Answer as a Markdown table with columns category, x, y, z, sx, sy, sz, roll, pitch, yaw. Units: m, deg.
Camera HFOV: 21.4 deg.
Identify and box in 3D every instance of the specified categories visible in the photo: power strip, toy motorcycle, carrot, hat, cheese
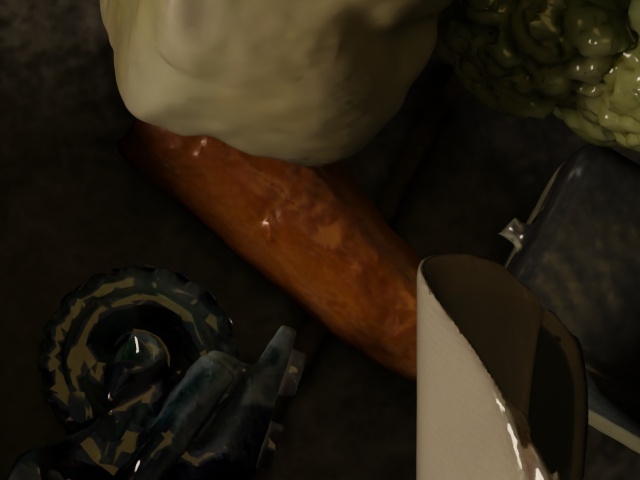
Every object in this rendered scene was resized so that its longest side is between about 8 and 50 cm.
| category | x | y | z | sx | sy | sz | roll | pitch | yaw |
| --- | --- | --- | --- | --- | --- | --- | --- | --- | --- |
| power strip | 0.191 | 0.058 | 0.752 | 0.256 | 0.070 | 0.105 | 30 | 72 | -1 |
| toy motorcycle | -0.070 | 0.149 | 0.674 | 0.159 | 0.106 | 0.270 | 21 | 75 | -1 |
| carrot | 0.000 | 0.000 | 0.740 | 0.205 | 0.072 | 0.072 | 45 | 75 | 3 |
| hat | 0.033 | 0.130 | 0.631 | 0.164 | 0.219 | 0.226 | -21 | 96 | 14 |
| cheese | -0.013 | -0.194 | 0.652 | 0.115 | 0.318 | 0.326 | 11 | 84 | -21 |

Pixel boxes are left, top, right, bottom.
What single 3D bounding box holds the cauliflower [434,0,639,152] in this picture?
| category | x | y | z | sx | sy | sz | roll | pitch | yaw |
| --- | --- | --- | --- | --- | --- | --- | --- | --- | --- |
| cauliflower | 0.165 | -0.177 | 0.710 | 0.327 | 0.260 | 0.281 | 4 | 108 | 5 |
